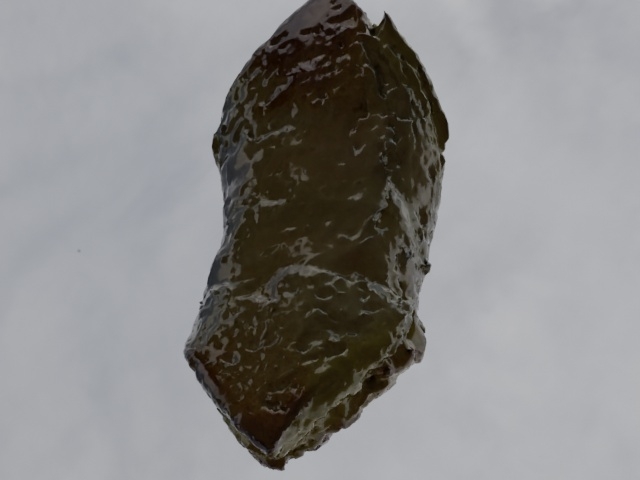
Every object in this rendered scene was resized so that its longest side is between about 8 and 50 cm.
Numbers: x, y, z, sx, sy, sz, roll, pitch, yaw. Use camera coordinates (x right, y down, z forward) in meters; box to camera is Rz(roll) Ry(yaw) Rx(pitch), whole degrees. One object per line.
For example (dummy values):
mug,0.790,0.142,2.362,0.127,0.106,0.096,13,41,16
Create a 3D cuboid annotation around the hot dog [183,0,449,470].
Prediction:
hot dog,0.001,0.000,0.514,0.078,0.061,0.169,-5,-123,26
